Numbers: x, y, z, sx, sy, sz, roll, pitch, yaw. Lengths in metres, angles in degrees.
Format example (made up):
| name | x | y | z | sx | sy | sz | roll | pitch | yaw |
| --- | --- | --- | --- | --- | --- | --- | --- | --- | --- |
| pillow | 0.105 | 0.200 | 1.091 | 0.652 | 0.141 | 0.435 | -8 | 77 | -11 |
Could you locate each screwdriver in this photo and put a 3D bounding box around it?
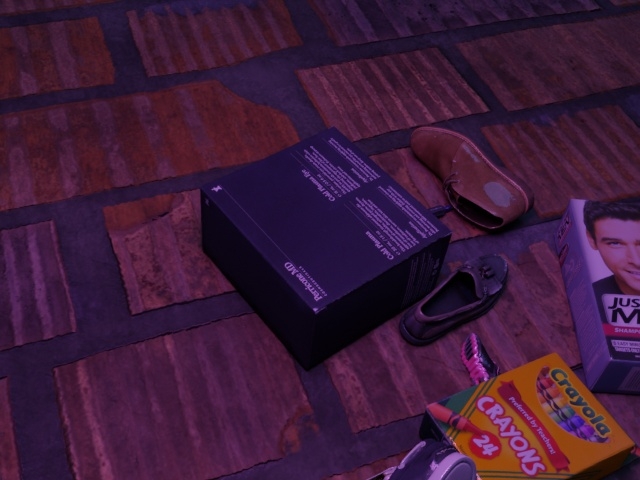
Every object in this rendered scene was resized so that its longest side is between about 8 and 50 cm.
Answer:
| name | x | y | z | sx | sy | sz | roll | pitch | yaw |
| --- | --- | --- | --- | --- | --- | --- | --- | --- | --- |
| screwdriver | 0.283 | -0.072 | 1.631 | 0.170 | 0.024 | 0.025 | -17 | 24 | -27 |

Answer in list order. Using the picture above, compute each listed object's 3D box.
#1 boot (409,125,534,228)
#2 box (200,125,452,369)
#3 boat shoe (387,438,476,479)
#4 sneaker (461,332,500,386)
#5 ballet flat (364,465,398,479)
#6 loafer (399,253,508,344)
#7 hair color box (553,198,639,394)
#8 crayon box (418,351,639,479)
| name | x | y | z | sx | sy | sz | roll | pitch | yaw |
| --- | --- | --- | --- | --- | --- | --- | --- | --- | --- |
| boot | 0.288 | -0.136 | 1.617 | 0.115 | 0.112 | 0.305 | -34 | 59 | -29 |
| box | 0.000 | 0.000 | 1.429 | 0.313 | 0.179 | 0.343 | -27 | 57 | -28 |
| boat shoe | 0.105 | 0.421 | 1.127 | 0.302 | 0.114 | 0.091 | -43 | 33 | -19 |
| sneaker | 0.287 | 0.218 | 1.369 | 0.057 | 0.047 | 0.119 | 10 | 48 | -23 |
| ballet flat | 0.091 | 0.384 | 1.191 | 0.168 | 0.052 | 0.057 | -20 | 54 | -22 |
| loafer | 0.262 | 0.098 | 1.431 | 0.268 | 0.084 | 0.096 | -33 | 70 | -28 |
| hair color box | 0.570 | 0.098 | 1.451 | 0.186 | 0.113 | 0.374 | 4 | 48 | -2 |
| crayon box | 0.348 | 0.308 | 1.256 | 0.319 | 0.081 | 0.202 | -18 | 49 | -22 |
